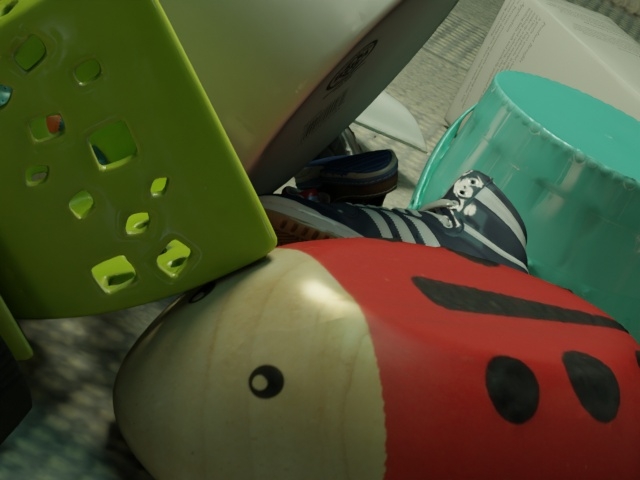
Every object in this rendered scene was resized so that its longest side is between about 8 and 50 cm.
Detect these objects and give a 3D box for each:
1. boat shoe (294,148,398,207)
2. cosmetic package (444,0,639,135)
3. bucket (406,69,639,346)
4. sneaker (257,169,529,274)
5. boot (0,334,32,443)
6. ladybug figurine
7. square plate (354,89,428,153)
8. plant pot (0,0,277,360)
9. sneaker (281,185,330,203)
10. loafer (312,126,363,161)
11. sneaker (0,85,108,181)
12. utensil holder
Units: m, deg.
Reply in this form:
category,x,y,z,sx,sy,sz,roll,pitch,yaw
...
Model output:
category,x,y,z,sx,sy,sz,roll,pitch,yaw
boat shoe,0.030,-0.041,1.580,0.066,0.066,0.183,-18,7,-14
cosmetic package,0.300,-0.115,1.985,0.155,0.197,0.365,15,24,-30
bucket,0.227,-0.024,1.688,0.281,0.183,0.281,25,20,-9
sneaker,0.056,-0.003,1.476,0.282,0.099,0.153,25,49,-21
boot,-0.266,0.037,1.073,0.198,0.077,0.137,47,-11,-28
ladybug figurine,0.077,0.106,1.215,0.449,0.162,0.305,8,27,-41
square plate,-0.090,-0.217,1.832,0.347,0.049,0.344,34,7,39
plant pot,-0.189,-0.066,1.155,0.227,0.207,0.228,64,-11,-26
sneaker,0.000,0.000,1.521,0.118,0.067,0.042,37,23,27
loafer,0.019,-0.090,1.778,0.061,0.062,0.170,19,22,-27
sneaker,-0.251,-0.080,1.388,0.302,0.108,0.121,36,40,12
utensil holder,-0.105,-0.259,1.447,0.385,0.327,0.327,44,23,6
